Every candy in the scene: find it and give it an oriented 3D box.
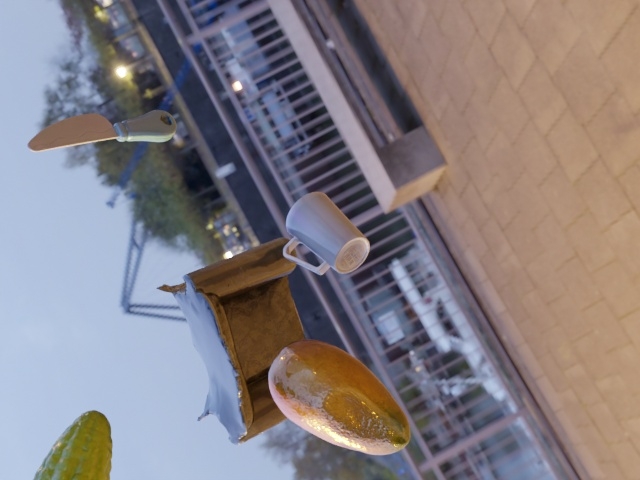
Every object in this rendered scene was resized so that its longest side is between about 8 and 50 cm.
[{"bbox_3d":[-0.286,0.291,1.017,0.097,0.096,0.210,70,-148,-60],"label":"candy"}]

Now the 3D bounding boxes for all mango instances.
[{"bbox_3d":[0.018,0.173,0.988,0.165,0.089,0.115,37,147,-13],"label":"mango"}]

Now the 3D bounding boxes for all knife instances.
[{"bbox_3d":[-0.324,-0.165,1.346,0.032,0.244,0.058,-40,68,47],"label":"knife"}]

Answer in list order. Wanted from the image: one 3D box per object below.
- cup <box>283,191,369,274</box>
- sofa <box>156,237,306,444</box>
[{"bbox_3d":[0.000,0.000,1.268,0.116,0.104,0.074,45,177,37],"label":"cup"},{"bbox_3d":[-0.090,0.140,1.316,0.182,0.200,0.258,1,109,53],"label":"sofa"}]
